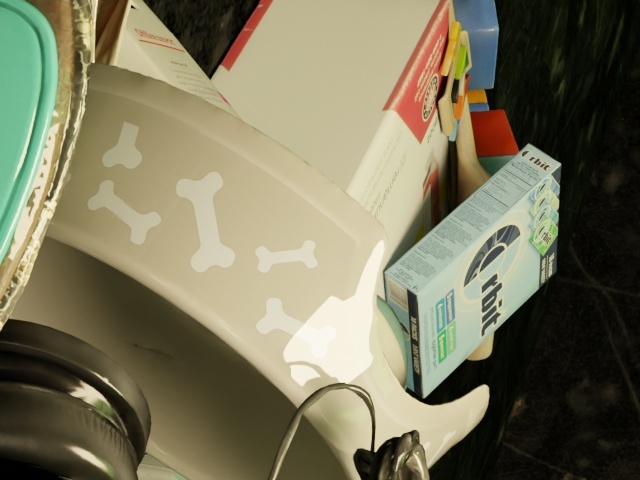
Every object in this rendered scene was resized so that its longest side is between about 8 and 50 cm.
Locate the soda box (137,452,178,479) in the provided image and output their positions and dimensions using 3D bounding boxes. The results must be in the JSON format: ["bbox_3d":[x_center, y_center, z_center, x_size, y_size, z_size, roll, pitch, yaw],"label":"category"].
[{"bbox_3d":[-0.138,0.271,1.361,0.091,0.098,0.286,-18,140,-15],"label":"soda box"}]

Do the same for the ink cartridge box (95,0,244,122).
[{"bbox_3d":[-0.108,-0.087,1.220,0.061,0.181,0.104,-41,169,12],"label":"ink cartridge box"}]

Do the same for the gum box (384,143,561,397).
[{"bbox_3d":[0.134,0.027,1.575,0.184,0.041,0.157,-41,149,-23],"label":"gum box"}]

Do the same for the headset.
[{"bbox_3d":[-0.134,0.167,0.919,0.185,0.394,0.243,87,-14,-48],"label":"headset"}]

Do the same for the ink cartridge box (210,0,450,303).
[{"bbox_3d":[0.000,0.000,1.585,0.384,0.160,0.279,86,24,-49],"label":"ink cartridge box"}]

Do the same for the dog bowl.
[{"bbox_3d":[-0.072,0.049,1.103,0.102,0.349,0.348,-54,157,-23],"label":"dog bowl"}]

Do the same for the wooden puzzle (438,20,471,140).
[{"bbox_3d":[0.118,-0.135,1.561,0.116,0.014,0.078,62,42,-70],"label":"wooden puzzle"}]

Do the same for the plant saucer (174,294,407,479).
[{"bbox_3d":[-0.056,0.165,1.436,0.318,0.043,0.317,-23,140,-21],"label":"plant saucer"}]

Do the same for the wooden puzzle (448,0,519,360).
[{"bbox_3d":[0.144,-0.102,1.806,0.322,0.081,0.347,86,-6,-57],"label":"wooden puzzle"}]

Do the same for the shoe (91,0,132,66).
[{"bbox_3d":[-0.131,-0.186,1.142,0.076,0.058,0.219,24,83,-64],"label":"shoe"}]

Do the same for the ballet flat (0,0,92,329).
[{"bbox_3d":[-0.177,-0.146,0.893,0.182,0.164,0.482,-57,156,-78],"label":"ballet flat"}]
